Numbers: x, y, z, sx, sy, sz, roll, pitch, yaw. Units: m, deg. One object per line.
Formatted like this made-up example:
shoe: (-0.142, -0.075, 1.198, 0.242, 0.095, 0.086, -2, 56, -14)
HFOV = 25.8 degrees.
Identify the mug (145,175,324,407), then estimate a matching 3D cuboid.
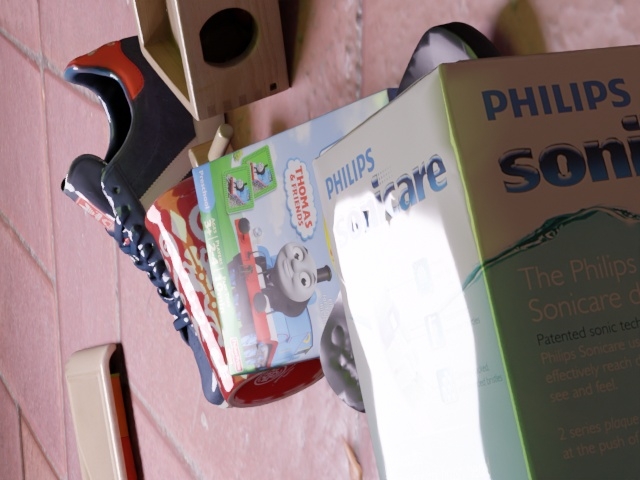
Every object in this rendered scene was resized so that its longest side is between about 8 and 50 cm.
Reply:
mug: (-0.062, 0.032, 1.105, 0.150, 0.113, 0.169, 90, 160, -67)

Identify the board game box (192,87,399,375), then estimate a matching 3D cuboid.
board game box: (0.000, 0.000, 0.968, 0.211, 0.039, 0.160, -18, 80, 45)

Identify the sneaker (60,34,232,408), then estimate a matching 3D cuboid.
sneaker: (-0.151, -0.014, 1.256, 0.131, 0.148, 0.350, 146, 114, -65)

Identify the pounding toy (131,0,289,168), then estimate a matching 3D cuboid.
pounding toy: (-0.073, -0.145, 1.115, 0.181, 0.094, 0.206, 50, 155, 46)

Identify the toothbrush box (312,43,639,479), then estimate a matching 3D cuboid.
toothbrush box: (0.141, 0.080, 0.525, 0.126, 0.216, 0.295, 150, 109, -65)

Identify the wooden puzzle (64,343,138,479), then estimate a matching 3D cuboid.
wooden puzzle: (-0.277, 0.254, 1.781, 0.221, 0.044, 0.238, 162, 103, -67)

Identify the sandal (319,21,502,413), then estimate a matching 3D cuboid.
sandal: (0.054, -0.005, 0.841, 0.097, 0.054, 0.254, 34, 117, 40)
